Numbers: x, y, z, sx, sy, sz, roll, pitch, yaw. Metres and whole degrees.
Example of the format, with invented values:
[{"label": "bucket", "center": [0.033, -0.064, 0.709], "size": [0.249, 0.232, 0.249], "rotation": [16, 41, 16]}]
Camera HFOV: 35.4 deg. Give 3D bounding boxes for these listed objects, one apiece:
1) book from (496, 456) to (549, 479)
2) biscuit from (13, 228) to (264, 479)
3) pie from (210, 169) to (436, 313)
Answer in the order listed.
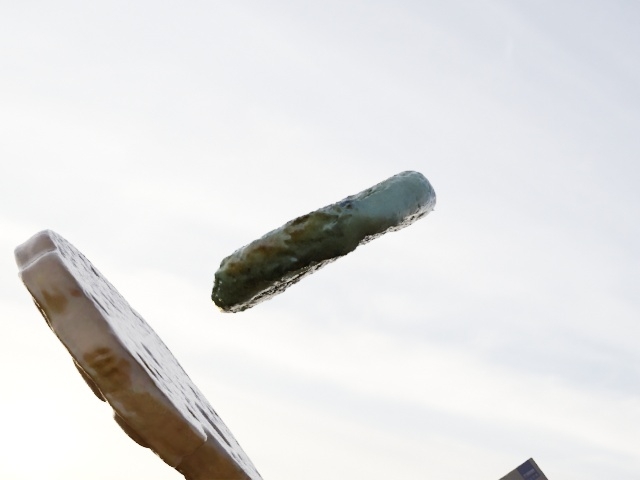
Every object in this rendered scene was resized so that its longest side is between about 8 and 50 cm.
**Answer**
[{"label": "book", "center": [0.223, 0.323, 1.018], "size": [0.172, 0.118, 0.012], "rotation": [54, -21, 20]}, {"label": "biscuit", "center": [-0.178, 0.127, 0.968], "size": [0.351, 0.057, 0.312], "rotation": [47, -5, 27]}, {"label": "pie", "center": [0.000, 0.000, 0.907], "size": [0.240, 0.054, 0.240], "rotation": [-28, -1, -1]}]
